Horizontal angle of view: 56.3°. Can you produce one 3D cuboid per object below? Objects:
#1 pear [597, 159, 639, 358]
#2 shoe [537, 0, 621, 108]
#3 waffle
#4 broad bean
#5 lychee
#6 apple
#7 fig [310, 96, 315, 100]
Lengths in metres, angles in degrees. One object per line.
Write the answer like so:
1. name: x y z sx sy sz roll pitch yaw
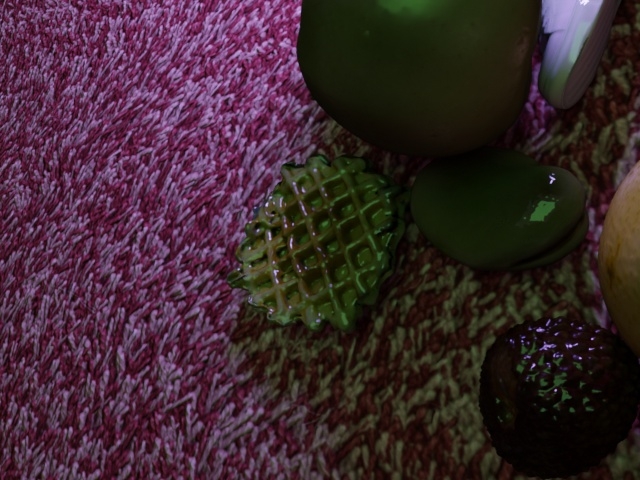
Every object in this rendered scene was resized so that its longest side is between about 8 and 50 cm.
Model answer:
1. pear: 0.456 0.016 0.582 0.348 0.348 0.348 -10 66 24
2. shoe: 0.369 -0.372 0.913 0.160 0.132 0.363 18 75 31
3. waffle: 0.000 0.000 0.991 0.297 0.073 0.317 15 75 32
4. broad bean: 0.248 -0.046 0.864 0.263 0.121 0.189 26 80 46
5. lychee: 0.287 0.180 0.713 0.188 0.188 0.188 -10 66 24
6. apple: 0.138 -0.283 0.836 0.357 0.357 0.357 -10 66 24
7. fig: 0.054 -0.281 1.057 0.155 0.103 0.109 -29 37 5
